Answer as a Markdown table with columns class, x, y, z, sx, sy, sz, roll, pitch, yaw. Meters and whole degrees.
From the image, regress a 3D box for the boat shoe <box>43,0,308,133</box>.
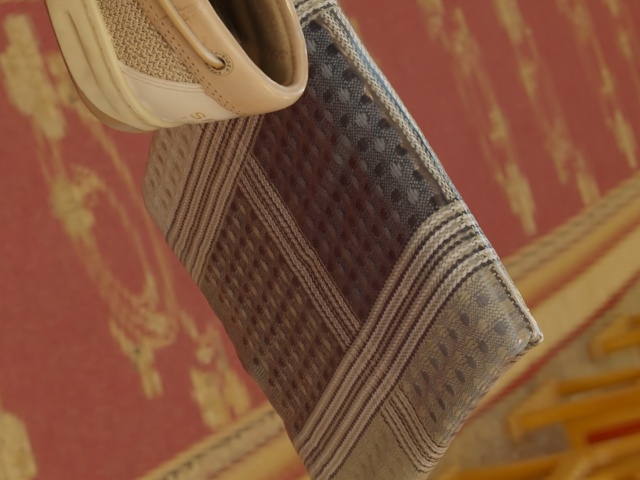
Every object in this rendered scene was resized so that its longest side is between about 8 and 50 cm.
| class | x | y | z | sx | sy | sz | roll | pitch | yaw |
| --- | --- | --- | --- | --- | --- | --- | --- | --- | --- |
| boat shoe | -0.092 | -0.213 | 0.793 | 0.121 | 0.110 | 0.341 | -50 | 128 | -46 |

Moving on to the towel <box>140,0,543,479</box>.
| class | x | y | z | sx | sy | sz | roll | pitch | yaw |
| --- | --- | --- | --- | --- | --- | --- | --- | --- | --- |
| towel | 0.000 | 0.000 | 1.043 | 0.056 | 0.324 | 0.312 | -24 | 71 | -26 |
